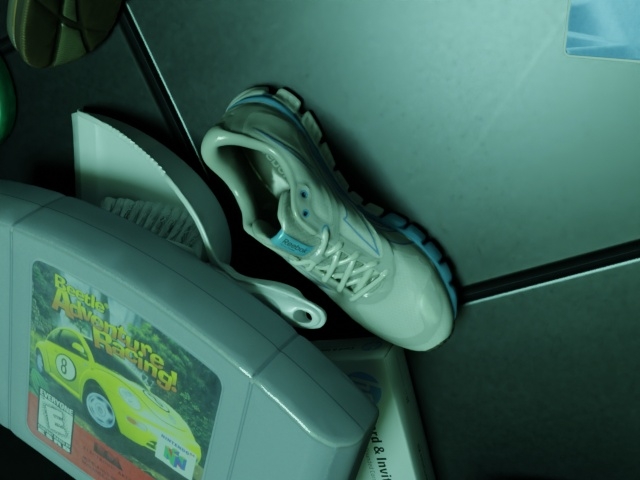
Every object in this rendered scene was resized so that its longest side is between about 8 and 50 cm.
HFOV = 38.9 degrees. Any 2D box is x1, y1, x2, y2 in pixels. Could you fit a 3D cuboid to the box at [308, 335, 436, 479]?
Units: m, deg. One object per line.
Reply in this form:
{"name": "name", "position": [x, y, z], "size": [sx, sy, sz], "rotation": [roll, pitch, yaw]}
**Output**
{"name": "box", "position": [-0.022, 0.140, 0.613], "size": [0.186, 0.038, 0.145], "rotation": [-7, 109, 23]}

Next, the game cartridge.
{"name": "game cartridge", "position": [-0.112, 0.088, 0.561], "size": [0.294, 0.060, 0.196], "rotation": [28, 125, 18]}

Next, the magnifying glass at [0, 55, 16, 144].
{"name": "magnifying glass", "position": [-0.289, -0.155, 0.599], "size": [0.092, 0.026, 0.231], "rotation": [-33, 97, 29]}

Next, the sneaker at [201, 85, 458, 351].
{"name": "sneaker", "position": [0.000, 0.000, 0.519], "size": [0.190, 0.083, 0.071], "rotation": [45, 118, -3]}

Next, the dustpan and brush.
{"name": "dustpan and brush", "position": [-0.083, 0.011, 0.559], "size": [0.211, 0.060, 0.147], "rotation": [14, 116, 20]}

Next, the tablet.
{"name": "tablet", "position": [0.165, -0.115, 0.449], "size": [0.083, 0.006, 0.054], "rotation": [9, 115, 19]}

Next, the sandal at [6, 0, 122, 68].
{"name": "sandal", "position": [-0.132, -0.198, 0.499], "size": [0.060, 0.090, 0.219], "rotation": [46, 130, 23]}
